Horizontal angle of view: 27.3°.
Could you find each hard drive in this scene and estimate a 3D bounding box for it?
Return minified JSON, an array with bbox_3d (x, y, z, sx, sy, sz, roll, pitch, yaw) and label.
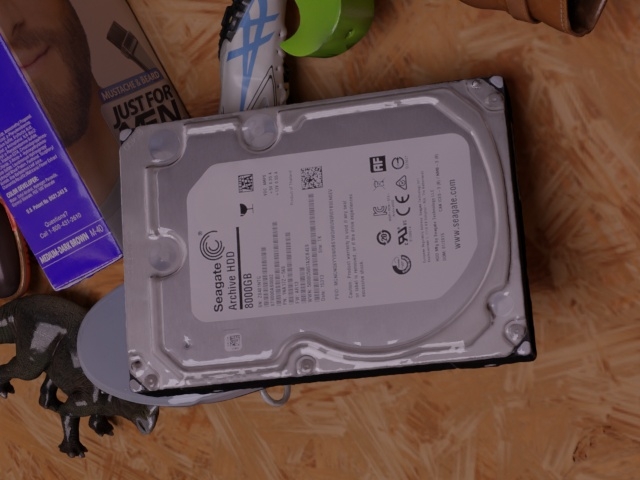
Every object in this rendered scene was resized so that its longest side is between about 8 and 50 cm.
[{"bbox_3d":[0.000,0.000,1.107,0.339,0.064,0.237,-6,78,14],"label":"hard drive"}]

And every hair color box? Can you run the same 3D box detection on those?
[{"bbox_3d":[-0.245,-0.147,1.240,0.110,0.185,0.339,-26,96,35],"label":"hair color box"}]

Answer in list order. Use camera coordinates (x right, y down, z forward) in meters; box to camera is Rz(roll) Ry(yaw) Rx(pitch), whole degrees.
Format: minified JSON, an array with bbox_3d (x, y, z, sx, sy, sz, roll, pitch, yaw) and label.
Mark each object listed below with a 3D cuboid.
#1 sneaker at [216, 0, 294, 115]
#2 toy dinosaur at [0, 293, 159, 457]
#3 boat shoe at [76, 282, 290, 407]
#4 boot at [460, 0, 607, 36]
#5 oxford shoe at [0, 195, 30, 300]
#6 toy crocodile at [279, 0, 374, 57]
[{"bbox_3d":[-0.055,-0.148,1.203,0.086,0.085,0.237,8,112,-10],"label":"sneaker"},{"bbox_3d":[-0.272,0.127,1.434,0.313,0.121,0.160,32,110,23],"label":"toy dinosaur"},{"bbox_3d":[-0.035,0.076,1.227,0.367,0.156,0.136,-16,72,14],"label":"boat shoe"},{"bbox_3d":[0.132,-0.299,0.956,0.220,0.109,0.283,39,133,41],"label":"boot"},{"bbox_3d":[-0.412,-0.045,1.432,0.097,0.098,0.271,-27,95,35],"label":"oxford shoe"},{"bbox_3d":[-0.055,-0.311,1.097,0.105,0.115,0.340,-30,93,29],"label":"toy crocodile"}]
